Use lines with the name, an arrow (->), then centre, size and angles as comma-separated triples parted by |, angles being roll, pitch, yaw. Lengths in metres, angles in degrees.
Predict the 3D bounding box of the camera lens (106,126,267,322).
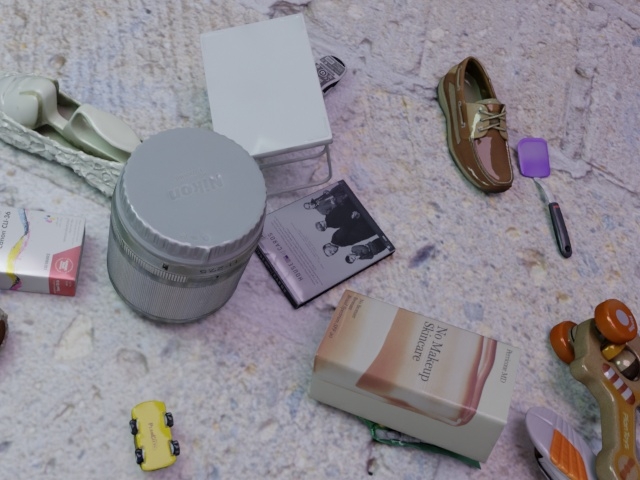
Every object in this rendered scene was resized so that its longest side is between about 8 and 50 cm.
camera lens -> -0.209, -0.013, 1.028 | 0.220, 0.274, 0.219 | 9, 59, -15

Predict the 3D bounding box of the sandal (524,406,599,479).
sandal -> 0.435, 0.405, 1.144 | 0.265, 0.076, 0.102 | 45, 41, 11

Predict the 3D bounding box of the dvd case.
dvd case -> 0.000, 0.000, 1.245 | 0.239, 0.029, 0.179 | -27, 74, -30

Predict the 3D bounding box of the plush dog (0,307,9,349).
plush dog -> -0.589, 0.098, 0.886 | 0.211, 0.262, 0.225 | 11, 41, 25

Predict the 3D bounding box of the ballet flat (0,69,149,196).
ballet flat -> -0.426, -0.202, 1.142 | 0.409, 0.147, 0.147 | 29, 56, -2

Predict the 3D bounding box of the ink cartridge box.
ink cartridge box -> -0.475, 0.013, 1.041 | 0.198, 0.067, 0.115 | 7, 61, -16

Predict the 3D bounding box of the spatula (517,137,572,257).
spatula -> 0.500, -0.098, 1.481 | 0.084, 0.030, 0.296 | -1, 63, -19

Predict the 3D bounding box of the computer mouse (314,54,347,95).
computer mouse -> -0.018, -0.322, 1.413 | 0.106, 0.042, 0.193 | 43, 62, 12

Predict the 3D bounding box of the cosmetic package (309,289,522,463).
cosmetic package -> 0.147, 0.210, 1.065 | 0.296, 0.129, 0.153 | 17, 47, 10

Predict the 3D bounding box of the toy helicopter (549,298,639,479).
toy helicopter -> 0.542, 0.296, 1.203 | 0.235, 0.140, 0.355 | 32, 48, -14

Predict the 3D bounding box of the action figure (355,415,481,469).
action figure -> 0.167, 0.301, 1.123 | 0.232, 0.063, 0.137 | 9, 63, -11

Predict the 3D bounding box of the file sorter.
file sorter -> -0.092, -0.237, 1.236 | 0.193, 0.173, 0.277 | -12, 65, 0

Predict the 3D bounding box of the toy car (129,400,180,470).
toy car -> -0.203, 0.370, 0.950 | 0.225, 0.053, 0.238 | 23, 58, -7

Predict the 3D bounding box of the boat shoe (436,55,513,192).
boat shoe -> 0.342, -0.260, 1.460 | 0.123, 0.120, 0.323 | -5, 64, -22
